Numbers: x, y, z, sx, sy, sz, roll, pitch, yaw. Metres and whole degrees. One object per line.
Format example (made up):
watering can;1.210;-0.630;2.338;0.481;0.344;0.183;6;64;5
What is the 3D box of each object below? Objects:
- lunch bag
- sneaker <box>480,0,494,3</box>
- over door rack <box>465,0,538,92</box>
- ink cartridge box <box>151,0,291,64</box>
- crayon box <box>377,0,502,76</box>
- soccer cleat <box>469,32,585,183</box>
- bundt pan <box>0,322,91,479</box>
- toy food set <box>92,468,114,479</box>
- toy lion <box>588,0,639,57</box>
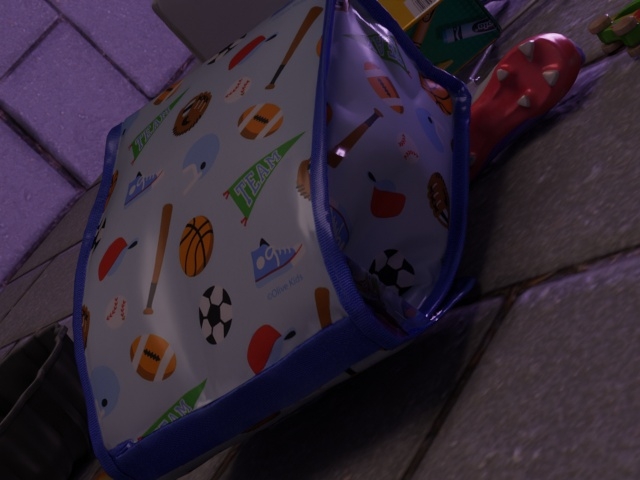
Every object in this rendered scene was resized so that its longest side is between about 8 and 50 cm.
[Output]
lunch bag;-0.042;0.009;1.208;0.327;0.239;0.386;-34;32;32
sneaker;0.178;-0.331;1.731;0.296;0.131;0.112;-34;26;26
over door rack;0.240;-0.280;1.480;0.239;0.108;0.324;-40;16;22
ink cartridge box;-0.010;-0.377;1.738;0.285;0.166;0.395;-38;10;27
crayon box;0.039;-0.186;1.456;0.278;0.081;0.165;-39;32;9
soccer cleat;0.158;-0.111;1.348;0.248;0.083;0.095;-42;-15;30
bundt pan;-0.388;0.262;1.700;0.331;0.124;0.331;-42;15;15
toy food set;-0.247;0.284;1.428;0.132;0.038;0.192;-44;15;5
toy lion;0.308;-0.213;1.277;0.096;0.034;0.100;-39;15;-2
